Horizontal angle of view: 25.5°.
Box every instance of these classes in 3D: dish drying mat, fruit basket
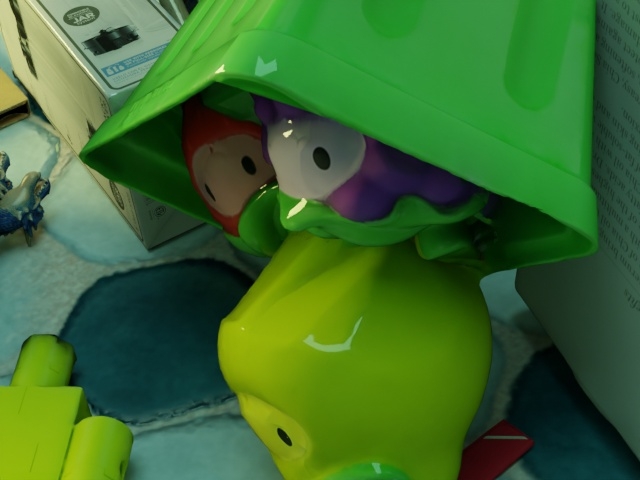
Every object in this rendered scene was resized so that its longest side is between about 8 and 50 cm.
[{"bbox_3d":[0.106,0.153,0.963,0.083,0.008,0.032,-33,51,-25],"label":"dish drying mat"},{"bbox_3d":[0.000,0.000,0.910,0.283,0.392,0.392,24,41,-19],"label":"fruit basket"}]

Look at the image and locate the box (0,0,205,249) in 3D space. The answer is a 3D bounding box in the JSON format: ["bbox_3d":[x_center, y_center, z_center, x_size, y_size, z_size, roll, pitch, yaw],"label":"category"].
[{"bbox_3d":[-0.186,-0.147,1.195,0.087,0.169,0.290,-27,47,-19],"label":"box"}]

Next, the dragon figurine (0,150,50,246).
[{"bbox_3d":[-0.315,0.019,1.088,0.085,0.144,0.289,5,54,32],"label":"dragon figurine"}]

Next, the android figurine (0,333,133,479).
[{"bbox_3d":[-0.256,0.174,0.959,0.248,0.056,0.273,1,43,9],"label":"android figurine"}]

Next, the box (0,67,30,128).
[{"bbox_3d":[-0.384,-0.140,1.318,0.164,0.021,0.201,-28,48,-20],"label":"box"}]

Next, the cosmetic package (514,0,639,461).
[{"bbox_3d":[0.266,-0.079,0.850,0.161,0.453,0.230,-13,44,-18],"label":"cosmetic package"}]

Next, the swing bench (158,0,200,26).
[{"bbox_3d":[-0.023,-0.226,1.263,0.253,0.165,0.254,-21,51,-14],"label":"swing bench"}]
